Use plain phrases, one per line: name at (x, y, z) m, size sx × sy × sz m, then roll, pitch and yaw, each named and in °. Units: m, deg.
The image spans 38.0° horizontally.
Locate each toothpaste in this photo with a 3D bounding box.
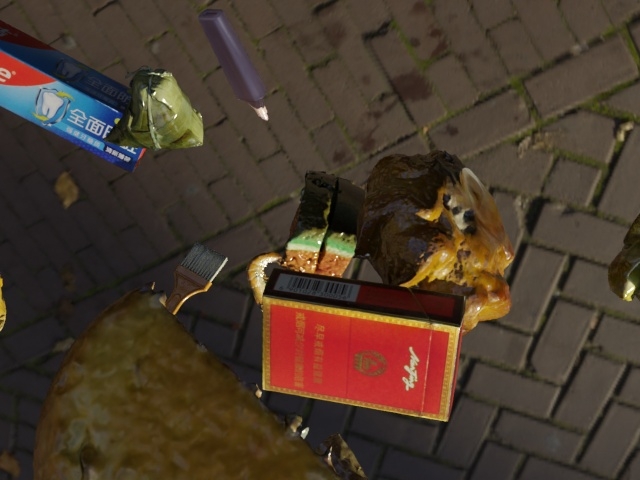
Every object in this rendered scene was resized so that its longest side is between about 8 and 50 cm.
toothpaste at (-0.348, -0.195, 1.120) m, size 0.320 × 0.066 × 0.076 m, roll 26°, pitch 125°, yaw -10°

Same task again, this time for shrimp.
shrimp at (-0.099, 0.085, 1.807) m, size 0.091 × 0.025 × 0.127 m, roll -13°, pitch 107°, yaw -26°

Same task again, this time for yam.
yam at (0.082, 0.391, 1.292) m, size 0.274 × 0.061 × 0.061 m, roll 51°, pitch 121°, yaw 20°

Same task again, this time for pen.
pen at (-0.118, -0.251, 1.359) m, size 0.053 × 0.032 × 0.197 m, roll 11°, pitch 144°, yaw 35°

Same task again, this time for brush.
brush at (-0.312, 0.141, 1.915) m, size 0.090 × 0.314 × 0.017 m, roll 27°, pitch 160°, yaw 23°

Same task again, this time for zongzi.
zongzi at (-0.190, -0.132, 0.948) m, size 0.119 × 0.055 × 0.109 m, roll -3°, pitch 152°, yaw 15°

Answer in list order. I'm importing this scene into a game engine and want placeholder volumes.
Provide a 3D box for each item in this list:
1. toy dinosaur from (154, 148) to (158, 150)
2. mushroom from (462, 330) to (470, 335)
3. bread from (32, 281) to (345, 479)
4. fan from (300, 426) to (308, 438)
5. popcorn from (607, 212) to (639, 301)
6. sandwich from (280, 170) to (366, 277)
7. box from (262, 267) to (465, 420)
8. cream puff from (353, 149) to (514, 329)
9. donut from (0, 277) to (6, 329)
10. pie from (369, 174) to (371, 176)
toy dinosaur at (-0.274, -0.182, 1.597) m, size 0.021 × 0.083 × 0.062 m, roll 48°, pitch 120°, yaw 13°
mushroom at (0.257, 0.131, 1.820) m, size 0.109 × 0.085 × 0.126 m, roll -12°, pitch 96°, yaw -21°
bread at (-0.097, 0.208, 0.664) m, size 0.340 × 0.179 × 0.194 m, roll 42°, pitch 148°, yaw 17°
fan at (-0.074, 0.424, 1.621) m, size 0.009 × 0.220 × 0.132 m, roll 18°, pitch 163°, yaw 33°
popcorn at (0.521, 0.018, 1.286) m, size 0.251 × 0.206 × 0.237 m, roll -2°, pitch 110°, yaw -13°
sandwich at (0.003, -0.008, 1.503) m, size 0.109 × 0.292 × 0.212 m, roll 15°, pitch 92°, yaw -2°
box at (0.050, 0.127, 1.139) m, size 0.239 × 0.074 × 0.153 m, roll 8°, pitch 119°, yaw 10°
cream puff at (0.153, -0.012, 1.247) m, size 0.155 × 0.269 × 0.241 m, roll -37°, pitch 127°, yaw 28°
donut at (-0.716, 0.094, 1.597) m, size 0.329 × 0.330 × 0.160 m, roll 11°, pitch 123°, yaw 6°
pie at (0.182, -0.087, 1.831) m, size 0.170 × 0.034 × 0.092 m, roll 36°, pitch 160°, yaw -19°
